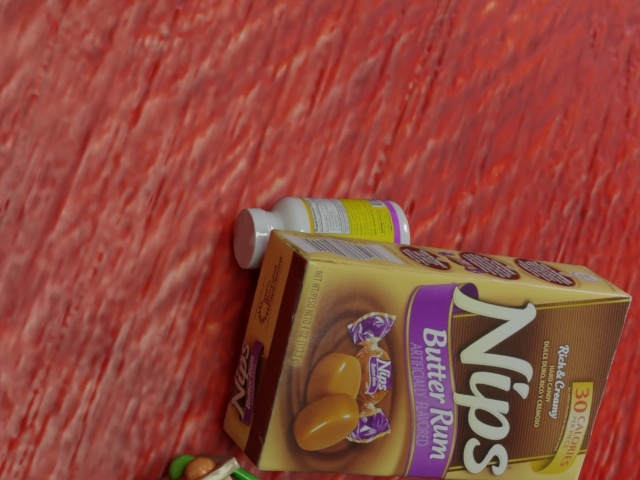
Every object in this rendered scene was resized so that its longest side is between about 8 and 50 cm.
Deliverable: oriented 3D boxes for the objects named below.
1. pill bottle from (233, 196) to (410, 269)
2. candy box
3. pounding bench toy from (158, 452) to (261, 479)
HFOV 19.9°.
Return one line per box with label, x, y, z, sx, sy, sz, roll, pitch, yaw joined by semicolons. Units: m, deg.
pill bottle;0.000;0.000;0.919;0.083;0.043;0.043;1;86;-24
candy box;0.055;0.060;0.911;0.187;0.053;0.109;6;106;-28
pounding bench toy;-0.046;0.131;0.884;0.083;0.052;0.065;-32;99;-23
